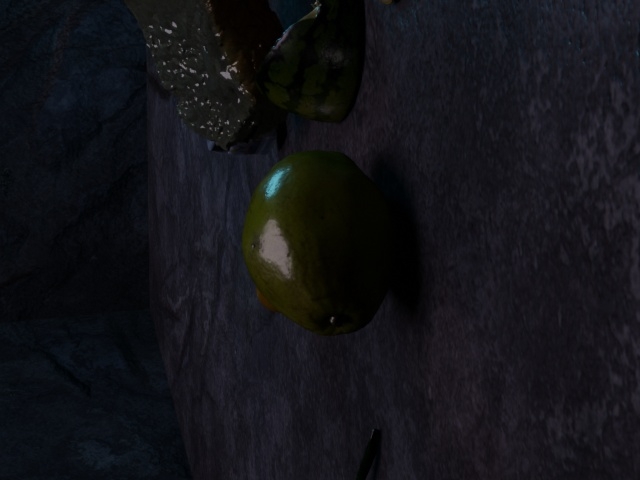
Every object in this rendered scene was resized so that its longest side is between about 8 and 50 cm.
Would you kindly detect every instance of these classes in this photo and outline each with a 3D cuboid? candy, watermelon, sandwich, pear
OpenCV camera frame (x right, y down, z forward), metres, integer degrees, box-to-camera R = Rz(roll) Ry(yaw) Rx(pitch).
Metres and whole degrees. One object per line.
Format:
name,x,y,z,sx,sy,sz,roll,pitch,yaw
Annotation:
candy,0.046,0.403,1.771,0.097,0.097,0.323,-112,31,-48
watermelon,-0.031,-0.257,1.706,0.303,0.128,0.159,125,139,-67
sandwich,-0.171,-0.312,1.942,0.262,0.131,0.325,0,120,52
pear,0.000,0.000,1.525,0.212,0.212,0.269,106,161,-53

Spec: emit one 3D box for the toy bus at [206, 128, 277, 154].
toy bus,-0.159,-0.323,2.148,0.109,0.136,0.330,126,137,-69

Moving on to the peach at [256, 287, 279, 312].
peach,-0.064,0.033,1.976,0.179,0.103,0.179,176,90,-72

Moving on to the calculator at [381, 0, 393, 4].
calculator,0.037,-0.398,1.463,0.236,0.033,0.157,54,165,27
